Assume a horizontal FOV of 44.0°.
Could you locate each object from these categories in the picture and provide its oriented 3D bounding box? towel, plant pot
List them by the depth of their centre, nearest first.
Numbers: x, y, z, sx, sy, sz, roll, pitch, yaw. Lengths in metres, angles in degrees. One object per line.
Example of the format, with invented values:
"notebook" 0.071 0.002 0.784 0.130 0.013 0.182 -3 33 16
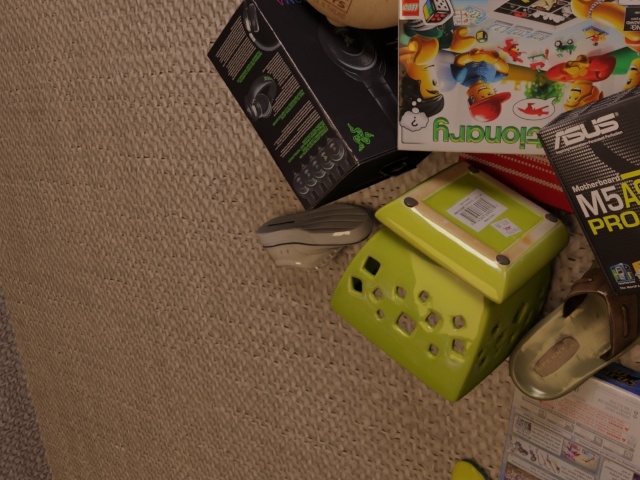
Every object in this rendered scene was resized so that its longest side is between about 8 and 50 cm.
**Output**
"towel" 0.277 -0.181 1.019 0.198 0.031 0.275 24 123 35
"plant pot" 0.180 0.035 1.053 0.227 0.228 0.207 37 133 23

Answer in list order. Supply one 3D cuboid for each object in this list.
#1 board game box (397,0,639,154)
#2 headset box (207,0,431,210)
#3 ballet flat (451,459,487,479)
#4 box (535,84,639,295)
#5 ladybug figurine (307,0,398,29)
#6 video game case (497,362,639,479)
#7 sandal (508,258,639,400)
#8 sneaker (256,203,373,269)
"board game box" 0.242 -0.198 0.921 0.305 0.053 0.193 3 116 12
"headset box" 0.030 -0.201 1.094 0.131 0.246 0.283 -41 77 46
"ballet flat" 0.261 0.478 1.290 0.077 0.077 0.231 -17 95 48
"box" 0.381 -0.063 0.801 0.270 0.060 0.216 -16 106 53
"ladybug figurine" 0.108 -0.461 0.932 0.305 0.162 0.449 32 125 2
"video game case" 0.390 0.289 1.091 0.269 0.061 0.245 23 121 37
"sandal" 0.351 0.094 0.988 0.120 0.086 0.303 45 112 22
"sneaker" 0.000 0.000 1.343 0.258 0.094 0.091 -3 124 49
